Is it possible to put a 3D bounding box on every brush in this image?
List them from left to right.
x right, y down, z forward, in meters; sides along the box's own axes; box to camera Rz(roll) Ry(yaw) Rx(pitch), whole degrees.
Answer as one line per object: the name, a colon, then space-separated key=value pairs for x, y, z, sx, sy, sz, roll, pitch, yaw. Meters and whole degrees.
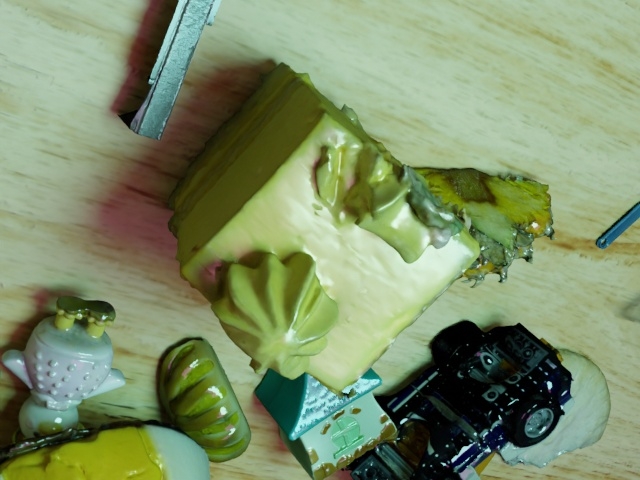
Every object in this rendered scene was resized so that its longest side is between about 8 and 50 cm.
brush: x=0.426 y=-0.046 z=1.610 sx=0.164 sy=0.014 sz=0.051 roll=-41 pitch=129 yaw=-3

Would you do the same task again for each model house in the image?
model house: x=0.001 y=0.183 z=1.430 sx=0.127 sy=0.100 sz=0.149 roll=-32 pitch=127 yaw=-13

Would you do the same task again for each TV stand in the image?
TV stand: x=-0.125 y=-0.221 z=1.147 sx=0.040 sy=0.049 sz=0.257 roll=12 pitch=111 yaw=-34

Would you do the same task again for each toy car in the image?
toy car: x=0.173 y=0.225 z=1.500 sx=0.301 sy=0.193 sz=0.118 roll=-38 pitch=131 yaw=-9

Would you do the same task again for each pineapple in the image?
pineapple: x=0.177 y=0.014 z=1.403 sx=0.249 sy=0.164 sz=0.140 roll=-1 pitch=125 yaw=-35

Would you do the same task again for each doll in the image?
doll: x=-0.268 y=0.149 z=1.258 sx=0.129 sy=0.081 sz=0.207 roll=12 pitch=113 yaw=-20

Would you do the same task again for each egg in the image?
egg: x=-0.248 y=0.344 z=1.258 sx=0.337 sy=0.201 sz=0.337 roll=-16 pitch=146 yaw=-11

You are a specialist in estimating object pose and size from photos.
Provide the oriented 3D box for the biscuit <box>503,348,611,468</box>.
biscuit: x=0.313 y=0.239 z=1.693 sx=0.265 sy=0.040 sz=0.188 roll=22 pitch=102 yaw=-38

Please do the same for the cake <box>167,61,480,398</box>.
cake: x=0.000 y=0.000 z=1.173 sx=0.222 sy=0.286 sz=0.227 roll=38 pitch=97 yaw=-25

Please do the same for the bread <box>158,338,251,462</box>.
bread: x=-0.121 y=0.195 z=1.369 sx=0.083 sy=0.094 sz=0.157 roll=-32 pitch=137 yaw=-17
